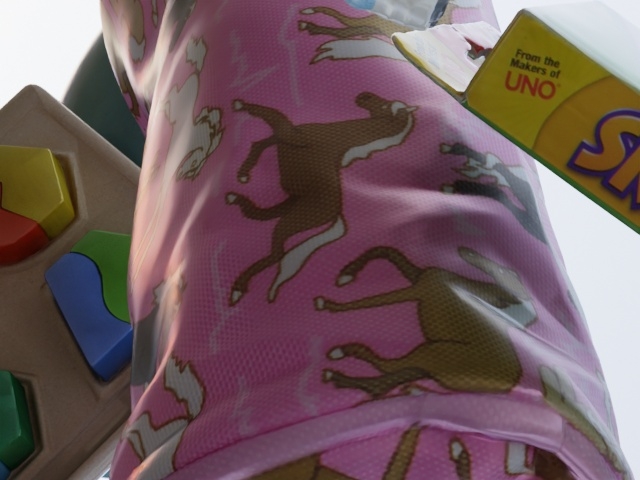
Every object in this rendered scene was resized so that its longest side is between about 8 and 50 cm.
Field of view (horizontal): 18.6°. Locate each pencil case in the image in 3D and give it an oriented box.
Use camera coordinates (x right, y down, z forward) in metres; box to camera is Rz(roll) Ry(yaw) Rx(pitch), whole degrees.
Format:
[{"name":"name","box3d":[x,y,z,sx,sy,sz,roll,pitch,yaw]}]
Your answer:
[{"name":"pencil case","box3d":[0.000,0.000,0.658,0.160,0.167,0.386,-16,-145,5]}]

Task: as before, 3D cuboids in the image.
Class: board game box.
[{"name":"board game box","box3d":[0.140,0.012,0.497,0.039,0.259,0.124,-58,171,15]}]

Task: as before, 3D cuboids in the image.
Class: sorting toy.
[{"name":"sorting toy","box3d":[-0.148,0.034,0.884,0.193,0.038,0.208,-45,-127,-10]}]

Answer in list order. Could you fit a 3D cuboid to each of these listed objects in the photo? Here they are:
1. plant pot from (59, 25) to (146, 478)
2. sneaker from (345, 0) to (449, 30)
[{"name":"plant pot","box3d":[-0.021,-0.008,1.050,0.293,0.293,0.235,-24,-117,51]},{"name":"sneaker","box3d":[-0.013,-0.101,0.366,0.162,0.073,0.063,-105,-148,-57]}]
